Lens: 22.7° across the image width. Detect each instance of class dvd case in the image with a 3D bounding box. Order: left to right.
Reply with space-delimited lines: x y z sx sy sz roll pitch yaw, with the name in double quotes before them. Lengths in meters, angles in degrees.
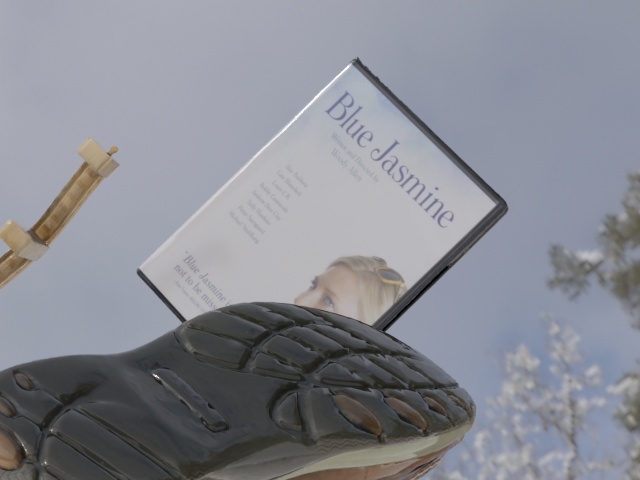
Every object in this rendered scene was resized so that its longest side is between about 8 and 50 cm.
"dvd case" 0.000 0.000 1.274 0.253 0.180 0.022 -44 -17 -1

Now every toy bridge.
"toy bridge" -0.213 -0.001 1.144 0.188 0.063 0.026 -45 -96 -1

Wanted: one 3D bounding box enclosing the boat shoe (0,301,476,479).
"boat shoe" -0.057 0.114 0.789 0.324 0.122 0.120 -5 -53 -46
